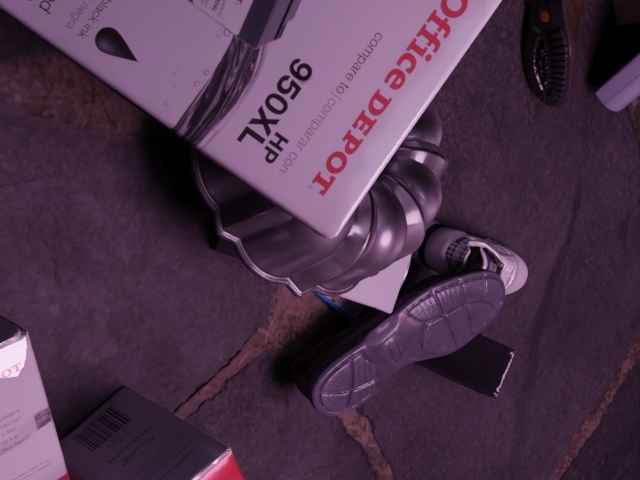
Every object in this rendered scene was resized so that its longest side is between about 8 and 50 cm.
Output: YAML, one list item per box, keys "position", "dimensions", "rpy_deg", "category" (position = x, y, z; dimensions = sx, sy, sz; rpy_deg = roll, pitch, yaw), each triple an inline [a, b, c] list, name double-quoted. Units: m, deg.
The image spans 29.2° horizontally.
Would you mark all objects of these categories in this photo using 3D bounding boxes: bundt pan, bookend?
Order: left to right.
- position: [0.020, -0.107, 1.366]
  dimensions: [0.330, 0.124, 0.331]
  rpy_deg: [13, 70, -40]
  category: "bundt pan"
- position: [0.176, 0.153, 1.710]
  dimensions: [0.157, 0.156, 0.072]
  rpy_deg: [93, 21, -86]
  category: "bookend"

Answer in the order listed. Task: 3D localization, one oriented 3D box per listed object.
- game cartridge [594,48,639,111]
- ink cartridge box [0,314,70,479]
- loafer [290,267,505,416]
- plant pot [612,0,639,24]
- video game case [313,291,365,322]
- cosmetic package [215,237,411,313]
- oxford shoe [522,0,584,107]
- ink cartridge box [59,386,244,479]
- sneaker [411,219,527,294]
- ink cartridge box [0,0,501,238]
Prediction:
- position: [0.541, -0.309, 1.832]
  dimensions: [0.062, 0.198, 0.297]
  rpy_deg: [46, 61, 6]
  category: "game cartridge"
- position: [-0.356, 0.201, 1.234]
  dimensions: [0.158, 0.092, 0.218]
  rpy_deg: [-27, 123, -34]
  category: "ink cartridge box"
- position: [0.096, 0.111, 1.580]
  dimensions: [0.302, 0.095, 0.109]
  rpy_deg: [-30, 123, -18]
  category: "loafer"
- position: [0.492, -0.391, 1.818]
  dimensions: [0.109, 0.109, 0.096]
  rpy_deg: [-41, 115, -26]
  category: "plant pot"
- position: [0.025, 0.019, 1.579]
  dimensions: [0.166, 0.015, 0.119]
  rpy_deg: [41, 76, -43]
  category: "video game case"
- position: [0.000, 0.000, 1.482]
  dimensions: [0.231, 0.085, 0.117]
  rpy_deg: [22, 87, -39]
  category: "cosmetic package"
- position: [0.336, -0.299, 1.715]
  dimensions: [0.096, 0.082, 0.227]
  rpy_deg: [-25, 121, -40]
  category: "oxford shoe"
- position: [-0.132, 0.353, 1.366]
  dimensions: [0.130, 0.271, 0.309]
  rpy_deg: [-40, 128, -26]
  category: "ink cartridge box"
- position: [0.229, 0.039, 1.720]
  dimensions: [0.235, 0.094, 0.090]
  rpy_deg: [15, 92, -46]
  category: "sneaker"
- position: [-0.073, -0.228, 1.140]
  dimensions: [0.395, 0.166, 0.285]
  rpy_deg: [35, 91, -10]
  category: "ink cartridge box"
